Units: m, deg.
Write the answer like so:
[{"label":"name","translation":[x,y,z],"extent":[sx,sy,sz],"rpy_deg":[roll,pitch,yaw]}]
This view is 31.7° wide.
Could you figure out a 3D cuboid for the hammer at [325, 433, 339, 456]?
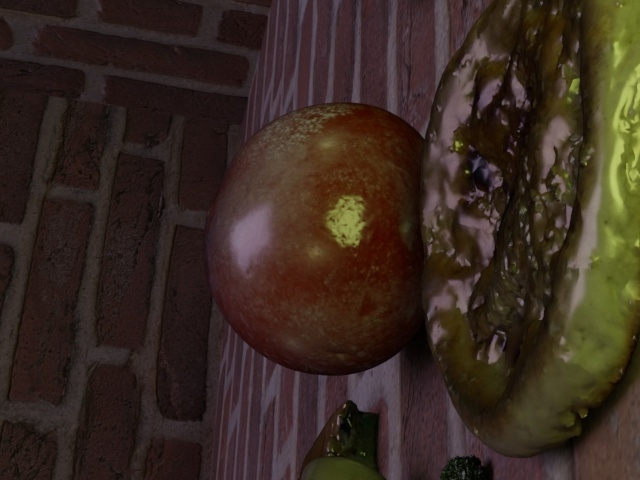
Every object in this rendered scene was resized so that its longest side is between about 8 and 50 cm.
[{"label":"hammer","translation":[-0.002,0.252,1.221],"extent":[0.123,0.014,0.029],"rpy_deg":[113,171,-46]}]

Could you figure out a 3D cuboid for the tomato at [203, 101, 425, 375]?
[{"label":"tomato","translation":[0.000,0.000,1.099],"extent":[0.270,0.227,0.270],"rpy_deg":[-174,90,-83]}]

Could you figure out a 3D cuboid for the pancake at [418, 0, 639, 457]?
[{"label":"pancake","translation":[0.138,-0.025,0.774],"extent":[0.356,0.065,0.356],"rpy_deg":[-174,90,-78]}]

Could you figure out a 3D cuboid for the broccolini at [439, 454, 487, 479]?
[{"label":"broccolini","translation":[0.110,0.222,0.825],"extent":[0.030,0.035,0.140],"rpy_deg":[103,169,-51]}]

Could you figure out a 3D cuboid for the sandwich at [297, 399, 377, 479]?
[{"label":"sandwich","translation":[0.016,0.322,1.237],"extent":[0.212,0.063,0.245],"rpy_deg":[114,161,-55]}]

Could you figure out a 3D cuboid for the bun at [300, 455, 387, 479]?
[{"label":"bun","translation":[0.031,0.285,1.020],"extent":[0.166,0.113,0.173],"rpy_deg":[100,173,-62]}]
